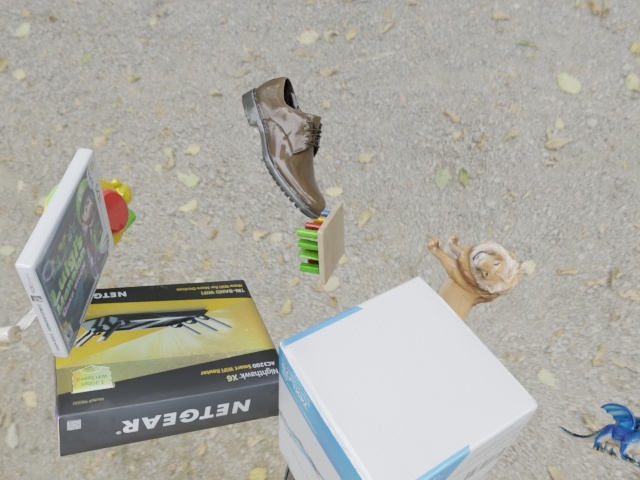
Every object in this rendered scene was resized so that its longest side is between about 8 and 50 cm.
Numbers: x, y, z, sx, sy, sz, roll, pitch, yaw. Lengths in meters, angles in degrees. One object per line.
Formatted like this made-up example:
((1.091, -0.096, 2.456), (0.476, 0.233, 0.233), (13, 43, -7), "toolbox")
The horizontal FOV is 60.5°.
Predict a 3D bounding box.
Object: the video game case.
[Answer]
((-0.297, 0.015, 0.663), (0.022, 0.173, 0.191), (6, 47, -3), "video game case")

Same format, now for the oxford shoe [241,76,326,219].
((-0.036, -0.141, 0.808), (0.096, 0.082, 0.227), (-26, 81, 19), "oxford shoe")

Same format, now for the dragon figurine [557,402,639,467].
((0.697, 0.432, 1.265), (0.085, 0.289, 0.144), (27, 77, -15), "dragon figurine")

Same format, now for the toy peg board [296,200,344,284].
((0.000, 0.000, 1.418), (0.079, 0.161, 0.161), (9, 35, 18), "toy peg board")

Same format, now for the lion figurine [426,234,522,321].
((0.334, 0.143, 1.376), (0.240, 0.142, 0.392), (51, 134, 39), "lion figurine")

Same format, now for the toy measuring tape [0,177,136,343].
((-0.370, -0.004, 0.782), (0.121, 0.122, 0.330), (6, 36, 13), "toy measuring tape")

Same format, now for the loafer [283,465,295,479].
((-0.046, 0.583, 1.135), (0.096, 0.084, 0.268), (2, 98, -10), "loafer")

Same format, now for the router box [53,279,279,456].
((-0.232, 0.170, 0.826), (0.308, 0.081, 0.243), (-2, 35, -27), "router box")

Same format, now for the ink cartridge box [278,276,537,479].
((0.078, 0.227, 0.655), (0.198, 0.270, 0.197), (-22, 52, -24), "ink cartridge box")
